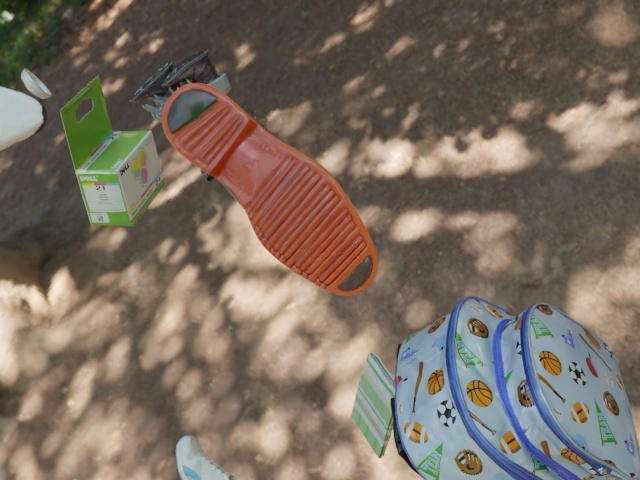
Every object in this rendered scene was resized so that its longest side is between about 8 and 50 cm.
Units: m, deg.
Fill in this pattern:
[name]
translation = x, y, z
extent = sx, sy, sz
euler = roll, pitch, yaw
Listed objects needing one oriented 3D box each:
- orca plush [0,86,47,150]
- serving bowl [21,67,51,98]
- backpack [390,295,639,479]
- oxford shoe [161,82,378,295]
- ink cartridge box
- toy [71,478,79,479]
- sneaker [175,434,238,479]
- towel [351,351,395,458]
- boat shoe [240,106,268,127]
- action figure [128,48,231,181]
[orca plush]
translation = -0.564, -0.166, 1.274
extent = 0.287, 0.151, 0.102
euler = -25, 5, -11
[serving bowl]
translation = -0.656, -0.354, 1.907
extent = 0.027, 0.083, 0.083
euler = -42, 30, 0
[backpack]
translation = 0.214, 0.194, 0.939
extent = 0.213, 0.263, 0.276
euler = -50, 26, 34
[oxford shoe]
translation = -0.040, -0.054, 0.848
extent = 0.097, 0.271, 0.098
euler = -44, -8, 7
[ink cartridge box]
translation = -0.417, -0.182, 1.686
extent = 0.097, 0.255, 0.189
euler = 1, 33, 13
[toy]
translation = -0.436, 0.509, 1.353
extent = 0.137, 0.056, 0.237
euler = 8, 39, 37
[sneaker]
translation = -0.216, 0.486, 1.671
extent = 0.092, 0.087, 0.229
euler = -35, 61, 7
[towel]
translation = 0.098, 0.282, 1.429
extent = 0.113, 0.023, 0.152
euler = 54, 141, 46
[boat shoe]
translation = -0.178, -0.205, 1.739
extent = 0.122, 0.120, 0.324
euler = -2, 3, 5
[action figure]
translation = -0.121, -0.122, 1.146
extent = 0.099, 0.285, 0.185
euler = -52, 28, -21
